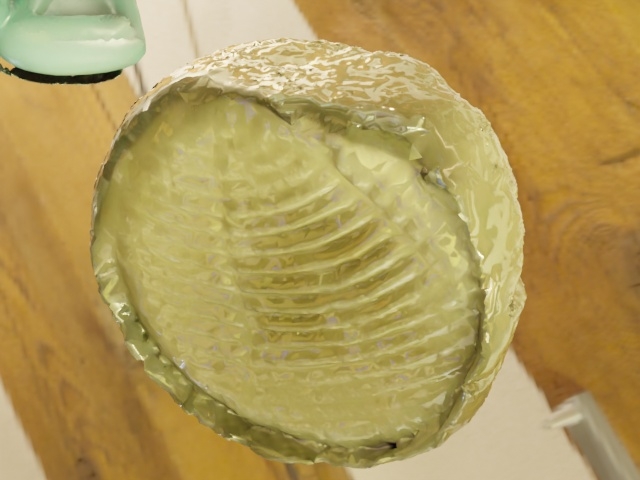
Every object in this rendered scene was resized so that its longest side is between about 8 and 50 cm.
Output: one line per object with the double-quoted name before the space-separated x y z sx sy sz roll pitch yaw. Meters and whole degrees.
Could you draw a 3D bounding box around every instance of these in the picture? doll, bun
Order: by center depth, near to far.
"doll" -0.145 -0.093 0.478 0.159 0.159 0.059 -19 -111 0
"bun" 0.000 0.000 0.801 0.259 0.152 0.259 12 -56 18
